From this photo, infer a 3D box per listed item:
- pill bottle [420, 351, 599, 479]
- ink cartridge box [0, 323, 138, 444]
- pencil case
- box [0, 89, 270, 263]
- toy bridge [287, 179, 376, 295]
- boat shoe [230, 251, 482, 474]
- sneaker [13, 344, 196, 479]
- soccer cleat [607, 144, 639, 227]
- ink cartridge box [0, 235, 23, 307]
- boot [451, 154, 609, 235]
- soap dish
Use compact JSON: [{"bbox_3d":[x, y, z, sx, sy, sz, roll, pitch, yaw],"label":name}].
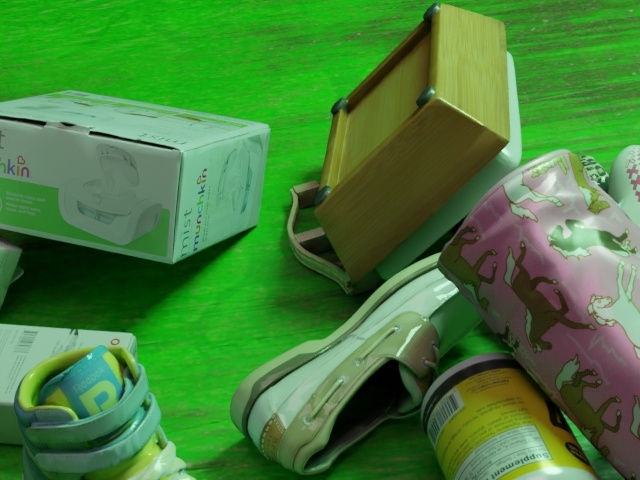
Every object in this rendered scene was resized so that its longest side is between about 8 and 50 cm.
[{"bbox_3d":[0.170,0.204,1.126,0.119,0.119,0.208,-11,40,-10],"label":"pill bottle"},{"bbox_3d":[-0.259,0.140,1.279,0.150,0.063,0.109,4,39,8],"label":"ink cartridge box"},{"bbox_3d":[0.274,0.093,1.136,0.386,0.160,0.167,47,23,19],"label":"pencil case"},{"bbox_3d":[-0.220,-0.079,1.434,0.262,0.126,0.231,11,15,17],"label":"box"},{"bbox_3d":[0.000,0.000,1.468,0.063,0.026,0.188,-16,40,-13],"label":"toy bridge"},{"bbox_3d":[0.066,0.119,1.257,0.302,0.113,0.103,-34,48,-18],"label":"boat shoe"},{"bbox_3d":[-0.141,0.204,1.076,0.319,0.208,0.127,26,45,31],"label":"sneaker"},{"bbox_3d":[0.308,0.030,1.316,0.143,0.116,0.331,-6,47,0],"label":"soccer cleat"},{"bbox_3d":[-0.387,0.028,1.373,0.092,0.090,0.143,29,11,33],"label":"ink cartridge box"},{"bbox_3d":[0.245,-0.012,1.421,0.179,0.085,0.236,-10,38,-12],"label":"boot"},{"bbox_3d":[0.103,-0.115,1.431,0.118,0.229,0.291,38,29,-16],"label":"soap dish"}]
